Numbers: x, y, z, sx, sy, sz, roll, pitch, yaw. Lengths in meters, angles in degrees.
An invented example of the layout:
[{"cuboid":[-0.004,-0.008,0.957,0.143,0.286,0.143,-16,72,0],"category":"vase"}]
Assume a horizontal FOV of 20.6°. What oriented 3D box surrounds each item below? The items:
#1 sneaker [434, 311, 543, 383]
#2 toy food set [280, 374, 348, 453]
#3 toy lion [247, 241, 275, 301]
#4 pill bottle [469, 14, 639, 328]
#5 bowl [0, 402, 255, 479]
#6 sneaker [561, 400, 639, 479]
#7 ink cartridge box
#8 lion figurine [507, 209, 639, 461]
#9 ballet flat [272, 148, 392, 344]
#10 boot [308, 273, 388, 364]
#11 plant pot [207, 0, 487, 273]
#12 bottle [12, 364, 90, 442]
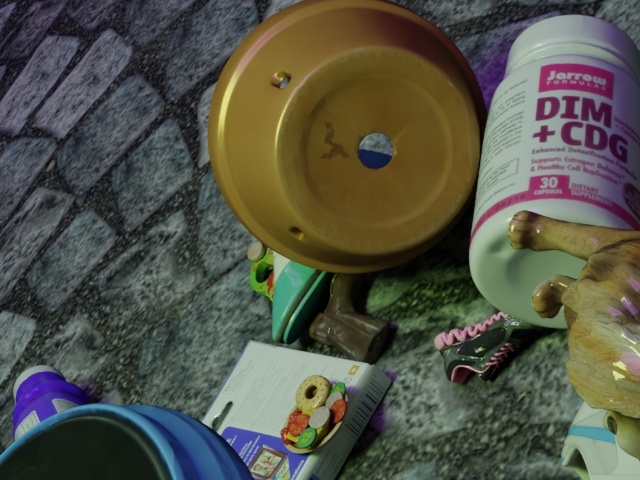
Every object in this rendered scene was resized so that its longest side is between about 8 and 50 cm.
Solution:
[{"cuboid":[0.163,0.103,1.670,0.119,0.047,0.057,-24,60,36],"category":"sneaker"},{"cuboid":[-0.006,0.172,1.730,0.082,0.020,0.083,14,64,54],"category":"toy food set"},{"cuboid":[-0.041,0.035,2.010,0.100,0.034,0.096,-23,46,35],"category":"toy lion"},{"cuboid":[0.230,-0.071,1.656,0.160,0.160,0.283,-25,37,33],"category":"pill bottle"},{"cuboid":[-0.195,0.308,1.365,0.391,0.077,0.391,-27,50,38],"category":"bowl"},{"cuboid":[0.276,0.183,1.398,0.092,0.087,0.229,-59,25,-1],"category":"sneaker"},{"cuboid":[-0.051,0.206,1.808,0.208,0.045,0.206,7,60,52],"category":"ink cartridge box"},{"cuboid":[0.314,0.014,1.402,0.392,0.142,0.240,-34,32,-29],"category":"lion figurine"},{"cuboid":[0.000,0.000,1.930,0.087,0.083,0.247,33,76,15],"category":"ballet flat"},{"cuboid":[0.044,0.075,1.847,0.114,0.037,0.106,21,83,60],"category":"boot"},{"cuboid":[0.041,-0.097,1.752,0.291,0.291,0.203,-47,12,1],"category":"plant pot"},{"cuboid":[-0.290,0.231,2.007,0.092,0.118,0.283,-47,31,2],"category":"bottle"}]
